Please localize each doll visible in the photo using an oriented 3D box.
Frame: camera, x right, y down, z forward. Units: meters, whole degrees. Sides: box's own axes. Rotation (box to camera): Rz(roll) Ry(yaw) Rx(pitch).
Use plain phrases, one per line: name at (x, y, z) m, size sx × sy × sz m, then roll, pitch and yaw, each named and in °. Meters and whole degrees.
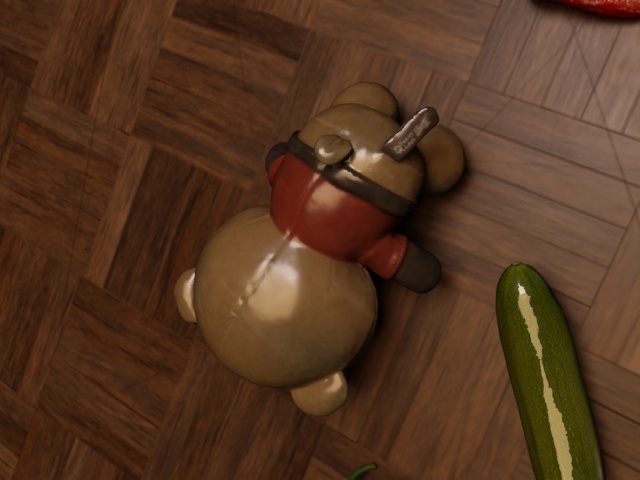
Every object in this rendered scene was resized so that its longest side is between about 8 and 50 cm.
doll at (0.000, 0.000, 0.747) m, size 0.235 × 0.174 × 0.329 m, roll 34°, pitch 102°, yaw 18°

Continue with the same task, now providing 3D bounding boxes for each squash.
squash at (0.212, 0.145, 0.691) m, size 0.069 × 0.069 × 0.258 m, roll -15°, pitch 83°, yaw 26°

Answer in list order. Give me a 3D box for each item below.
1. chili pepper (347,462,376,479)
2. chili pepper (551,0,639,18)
chili pepper at (0.135, 0.294, 0.729) m, size 0.257 × 0.074 × 0.100 m, roll 5°, pitch 88°, yaw 23°
chili pepper at (0.244, -0.244, 0.699) m, size 0.191 × 0.050 × 0.059 m, roll 18°, pitch 94°, yaw 14°
